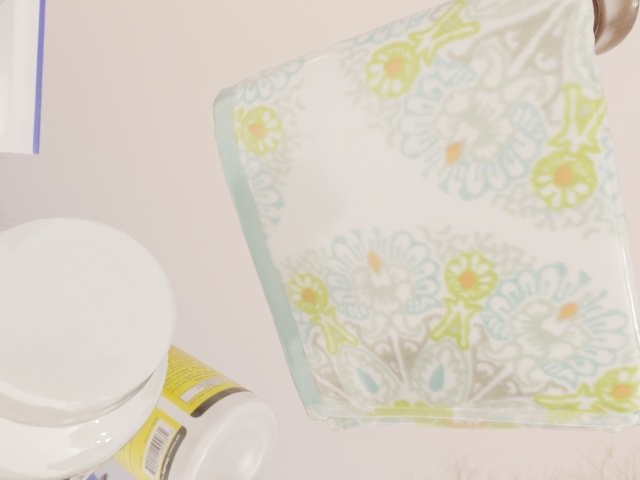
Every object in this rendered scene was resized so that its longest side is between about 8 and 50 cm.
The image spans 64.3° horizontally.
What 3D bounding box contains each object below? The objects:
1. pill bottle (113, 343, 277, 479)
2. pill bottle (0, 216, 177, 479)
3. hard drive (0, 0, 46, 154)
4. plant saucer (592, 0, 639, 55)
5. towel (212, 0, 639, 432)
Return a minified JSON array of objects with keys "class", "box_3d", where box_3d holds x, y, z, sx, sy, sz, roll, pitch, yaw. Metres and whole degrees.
[{"class":"pill bottle","box_3d":[-0.247,0.267,0.799,0.334,0.188,0.187,19,-58,35]},{"class":"pill bottle","box_3d":[-0.235,0.118,0.425,0.176,0.176,0.318,53,-46,6]},{"class":"hard drive","box_3d":[-0.474,-0.295,0.784,0.210,0.040,0.318,11,-82,45]},{"class":"plant saucer","box_3d":[0.429,-0.455,0.958,0.311,0.050,0.310,41,-9,8]},{"class":"towel","box_3d":[0.090,0.003,0.459,0.321,0.090,0.374,-10,-75,26]}]
